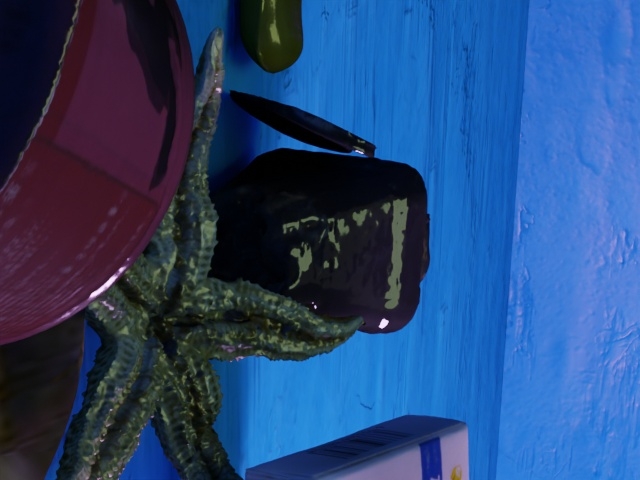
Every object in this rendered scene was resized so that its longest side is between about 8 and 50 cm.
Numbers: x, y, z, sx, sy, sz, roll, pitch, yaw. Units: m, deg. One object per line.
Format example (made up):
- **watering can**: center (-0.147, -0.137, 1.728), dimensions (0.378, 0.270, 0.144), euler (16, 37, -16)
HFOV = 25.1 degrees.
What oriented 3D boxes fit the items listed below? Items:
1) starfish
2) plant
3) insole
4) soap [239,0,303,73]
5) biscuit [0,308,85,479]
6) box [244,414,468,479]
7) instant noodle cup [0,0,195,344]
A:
- **starfish**: center (-0.089, 0.044, 0.948), dimensions (0.347, 0.078, 0.357), euler (19, 76, -49)
- **plant**: center (0.000, 0.000, 1.162), dimensions (0.256, 0.164, 0.141), euler (-5, 102, -63)
- **insole**: center (-0.013, -0.083, 1.057), dimensions (0.012, 0.110, 0.309), euler (-63, -168, 1)
- **soap**: center (-0.036, -0.204, 1.143), dimensions (0.089, 0.045, 0.140), euler (-9, 105, -77)
- **biscuit**: center (-0.191, 0.087, 0.665), dimensions (0.329, 0.078, 0.335), euler (-62, 152, -42)
- **box**: center (0.035, 0.312, 1.029), dimensions (0.200, 0.065, 0.343), euler (-9, 99, -52)
- **instant noodle cup**: center (-0.150, -0.059, 0.447), dimensions (0.178, 0.235, 0.234), euler (36, 62, -74)
